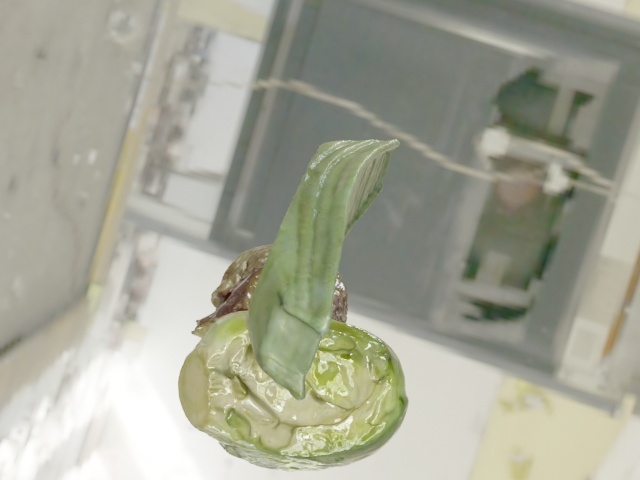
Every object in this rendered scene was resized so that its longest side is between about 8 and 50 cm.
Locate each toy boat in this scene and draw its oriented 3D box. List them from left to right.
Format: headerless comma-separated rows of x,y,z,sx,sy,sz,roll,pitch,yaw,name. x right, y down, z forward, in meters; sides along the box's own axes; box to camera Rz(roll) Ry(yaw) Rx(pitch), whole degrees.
0.000,0.000,1.028,0.293,0.055,0.093,-67,179,-62,toy boat

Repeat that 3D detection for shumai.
-0.042,0.061,1.439,0.105,0.139,0.123,23,89,-79,shumai

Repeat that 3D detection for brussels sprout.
-0.024,0.119,1.234,0.145,0.183,0.131,-174,-86,-79,brussels sprout
